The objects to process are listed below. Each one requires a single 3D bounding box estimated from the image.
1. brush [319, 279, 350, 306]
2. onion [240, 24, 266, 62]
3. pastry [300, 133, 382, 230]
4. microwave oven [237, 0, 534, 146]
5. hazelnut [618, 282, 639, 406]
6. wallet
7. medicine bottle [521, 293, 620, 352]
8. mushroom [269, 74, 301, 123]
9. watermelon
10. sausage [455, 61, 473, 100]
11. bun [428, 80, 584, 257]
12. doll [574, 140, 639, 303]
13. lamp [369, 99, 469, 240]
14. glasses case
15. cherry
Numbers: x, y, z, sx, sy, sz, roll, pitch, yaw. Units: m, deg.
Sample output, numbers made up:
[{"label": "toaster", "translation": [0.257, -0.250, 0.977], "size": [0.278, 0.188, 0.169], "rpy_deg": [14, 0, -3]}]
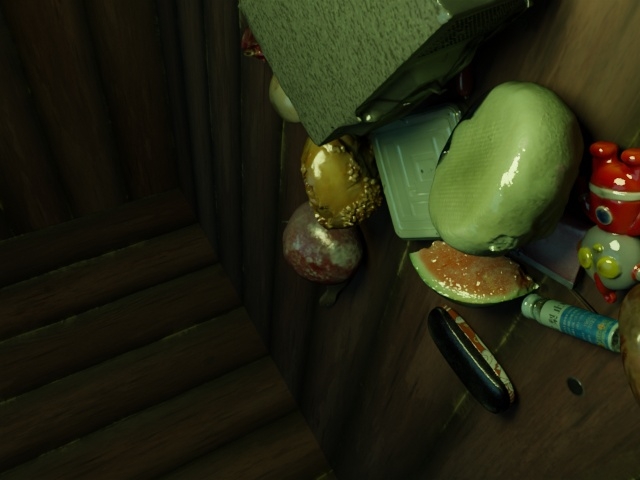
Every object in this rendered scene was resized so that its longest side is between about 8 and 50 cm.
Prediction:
[{"label": "brush", "translation": [0.043, 0.132, 1.884], "size": [0.327, 0.069, 0.065], "rpy_deg": [111, 153, -61]}, {"label": "onion", "translation": [-0.144, -0.556, 1.622], "size": [0.205, 0.151, 0.099], "rpy_deg": [35, 128, 30]}, {"label": "pastry", "translation": [0.061, -0.170, 1.355], "size": [0.311, 0.161, 0.255], "rpy_deg": [-75, -27, -53]}, {"label": "microwave oven", "translation": [0.094, -0.387, 0.946], "size": [0.375, 0.236, 0.432], "rpy_deg": [60, 154, 1]}, {"label": "hazelnut", "translation": [0.465, 0.142, 0.710], "size": [0.186, 0.210, 0.210], "rpy_deg": [-5, 109, 27]}, {"label": "wallet", "translation": [0.352, -0.024, 1.012], "size": [0.232, 0.025, 0.120], "rpy_deg": [38, 135, 40]}, {"label": "medicine bottle", "translation": [0.424, 0.135, 0.990], "size": [0.191, 0.051, 0.051], "rpy_deg": [21, 128, 61]}, {"label": "mushroom", "translation": [-0.019, -0.372, 1.454], "size": [0.209, 0.207, 0.206], "rpy_deg": [27, 156, -6]}, {"label": "watermelon", "translation": [0.296, 0.086, 1.161], "size": [0.231, 0.128, 0.146], "rpy_deg": [35, 172, 30]}, {"label": "sausage", "translation": [0.243, -0.365, 1.007], "size": [0.034, 0.034, 0.254], "rpy_deg": [37, 142, 54]}, {"label": "bun", "translation": [0.300, -0.098, 0.909], "size": [0.283, 0.179, 0.284], "rpy_deg": [-163, 90, -75]}, {"label": "doll", "translation": [0.419, -0.017, 0.843], "size": [0.142, 0.076, 0.245], "rpy_deg": [-138, 39, -59]}, {"label": "lamp", "translation": [0.221, -0.132, 1.205], "size": [0.266, 0.047, 0.269], "rpy_deg": [-2, 108, 56]}, {"label": "glasses case", "translation": [0.327, 0.259, 1.306], "size": [0.267, 0.067, 0.103], "rpy_deg": [55, 155, 31]}, {"label": "cherry", "translation": [0.000, 0.000, 1.665], "size": [0.285, 0.213, 0.236], "rpy_deg": [31, 152, 31]}]
